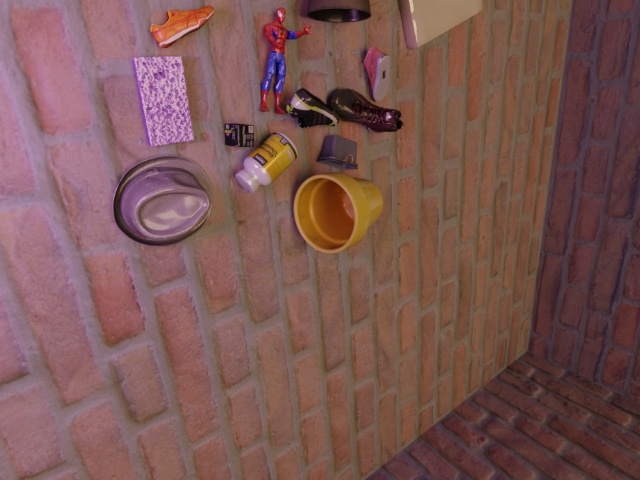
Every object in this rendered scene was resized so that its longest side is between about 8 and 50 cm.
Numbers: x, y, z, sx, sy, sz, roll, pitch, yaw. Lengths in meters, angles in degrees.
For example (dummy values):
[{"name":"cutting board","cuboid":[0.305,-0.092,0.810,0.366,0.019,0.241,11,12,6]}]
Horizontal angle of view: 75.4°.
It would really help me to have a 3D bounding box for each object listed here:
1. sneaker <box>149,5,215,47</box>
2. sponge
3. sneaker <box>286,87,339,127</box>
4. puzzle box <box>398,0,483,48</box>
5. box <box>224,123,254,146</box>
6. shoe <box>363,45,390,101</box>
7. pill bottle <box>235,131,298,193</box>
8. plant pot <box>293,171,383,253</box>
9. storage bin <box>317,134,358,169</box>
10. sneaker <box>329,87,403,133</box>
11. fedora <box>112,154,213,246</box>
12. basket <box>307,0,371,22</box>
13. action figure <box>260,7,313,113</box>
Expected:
[{"name":"sneaker","cuboid":[-0.334,-0.540,1.013,0.175,0.064,0.067,-42,116,-23]},{"name":"sponge","cuboid":[-0.394,-0.350,1.047,0.117,0.031,0.210,-17,114,-33]},{"name":"sneaker","cuboid":[-0.031,-0.391,1.280,0.097,0.084,0.234,-46,155,19]},{"name":"puzzle box","cuboid":[0.438,-0.908,1.503,0.408,0.052,0.272,-37,124,-24]},{"name":"box","cuboid":[-0.228,-0.295,1.161,0.052,0.083,0.062,-10,110,-37]},{"name":"shoe","cuboid":[0.192,-0.569,1.416,0.063,0.081,0.178,-28,151,-14]},{"name":"pill bottle","cuboid":[-0.160,-0.227,1.224,0.184,0.103,0.103,-47,128,-17]},{"name":"plant pot","cuboid":[0.080,-0.109,1.378,0.239,0.253,0.254,-24,119,-49]},{"name":"storage bin","cuboid":[0.069,-0.298,1.394,0.135,0.098,0.091,7,90,-39]},{"name":"sneaker","cuboid":[0.174,-0.432,1.380,0.281,0.162,0.107,8,99,-40]},{"name":"fedora","cuboid":[-0.387,-0.091,1.077,0.275,0.124,0.244,-17,115,-33]},{"name":"basket","cuboid":[0.053,-0.768,1.187,0.204,0.154,0.227,-10,107,-30]},{"name":"action figure","cuboid":[-0.103,-0.506,1.162,0.091,0.139,0.281,-6,106,-38]}]
